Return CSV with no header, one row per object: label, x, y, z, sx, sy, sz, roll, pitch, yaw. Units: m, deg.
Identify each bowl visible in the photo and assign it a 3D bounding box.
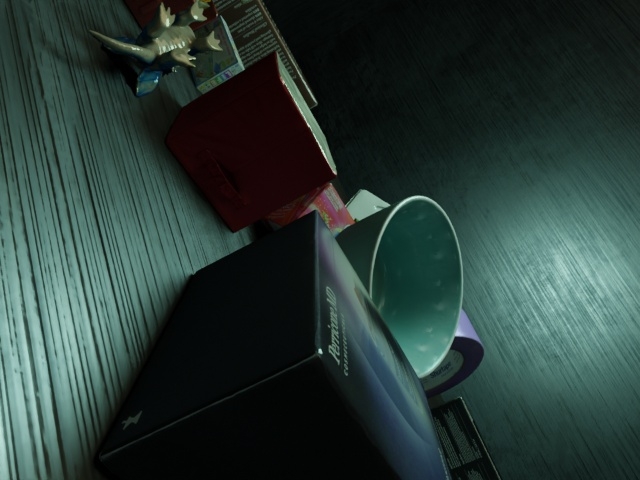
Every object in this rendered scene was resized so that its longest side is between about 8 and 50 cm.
bowl,0.115,0.079,0.881,0.311,0.163,0.312,1,89,-49

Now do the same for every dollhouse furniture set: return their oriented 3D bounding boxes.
dollhouse furniture set,-0.174,-0.524,0.890,0.201,0.374,0.152,-93,159,-71

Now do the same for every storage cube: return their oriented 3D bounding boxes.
storage cube,-0.105,-0.163,0.797,0.184,0.193,0.215,57,10,-29

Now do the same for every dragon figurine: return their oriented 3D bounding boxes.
dragon figurine,-0.238,-0.260,0.681,0.085,0.144,0.289,60,29,-23

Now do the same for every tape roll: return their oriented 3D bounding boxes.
tape roll,0.208,0.252,1.060,0.275,0.274,0.090,52,14,-47

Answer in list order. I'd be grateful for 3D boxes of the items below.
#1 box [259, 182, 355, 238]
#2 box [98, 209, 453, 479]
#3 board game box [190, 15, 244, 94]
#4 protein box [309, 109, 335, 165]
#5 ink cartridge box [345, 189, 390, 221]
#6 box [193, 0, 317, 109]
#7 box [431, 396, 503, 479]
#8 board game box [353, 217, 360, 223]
box,0.000,0.000,0.982,0.128,0.123,0.257,25,-23,48
box,-0.004,0.167,0.480,0.294,0.182,0.296,58,11,-19
board game box,-0.229,-0.392,1.026,0.026,0.103,0.154,45,21,-61
protein box,-0.088,-0.250,1.074,0.200,0.136,0.201,52,14,-44
ink cartridge box,0.162,0.006,1.465,0.207,0.117,0.283,34,-22,17
box,-0.181,-0.481,1.255,0.381,0.191,0.143,59,11,-25
box,0.289,0.507,1.071,0.261,0.184,0.103,68,9,28
board game box,0.147,0.024,1.222,0.181,0.043,0.092,38,12,-9
